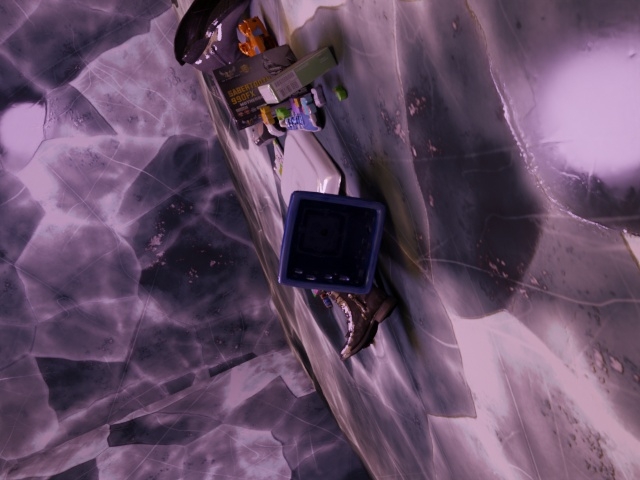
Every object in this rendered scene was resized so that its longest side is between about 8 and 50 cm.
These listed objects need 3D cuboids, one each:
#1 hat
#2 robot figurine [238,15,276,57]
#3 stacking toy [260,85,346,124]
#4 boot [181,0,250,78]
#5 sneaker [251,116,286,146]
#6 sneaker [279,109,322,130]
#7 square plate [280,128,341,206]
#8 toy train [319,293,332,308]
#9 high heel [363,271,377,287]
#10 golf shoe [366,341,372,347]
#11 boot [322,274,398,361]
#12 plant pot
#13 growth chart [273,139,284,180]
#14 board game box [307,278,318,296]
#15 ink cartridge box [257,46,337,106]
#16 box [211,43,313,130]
[{"bbox_3d":[-0.380,-0.747,2.057,0.134,0.331,0.331,28,165,-2],"label":"hat"},{"bbox_3d":[-0.161,-0.521,1.782,0.211,0.085,0.290,116,131,-74],"label":"robot figurine"},{"bbox_3d":[-0.044,-0.332,1.443,0.221,0.167,0.052,33,144,66],"label":"stacking toy"},{"bbox_3d":[-0.283,-0.658,1.934,0.223,0.338,0.118,30,-136,-30],"label":"boot"},{"bbox_3d":[-0.179,-0.385,1.904,0.100,0.108,0.271,45,-163,-20],"label":"sneaker"},{"bbox_3d":[-0.056,-0.342,1.664,0.211,0.081,0.080,-155,46,-69],"label":"sneaker"},{"bbox_3d":[-0.049,-0.171,1.825,0.344,0.049,0.347,101,149,-43],"label":"square plate"},{"bbox_3d":[0.011,0.231,2.466,0.158,0.027,0.036,-124,28,-42],"label":"toy train"},{"bbox_3d":[0.141,0.096,1.698,0.082,0.117,0.243,150,118,-79],"label":"high heel"},{"bbox_3d":[0.134,0.298,1.985,0.186,0.068,0.086,85,160,-52],"label":"golf shoe"},{"bbox_3d":[0.071,0.182,1.641,0.229,0.263,0.091,39,-167,16],"label":"boot"},{"bbox_3d":[0.015,-0.006,1.486,0.212,0.236,0.235,-135,53,-78],"label":"plant pot"},{"bbox_3d":[-0.151,-0.291,2.267,0.172,0.021,0.237,59,165,28],"label":"growth chart"},{"bbox_3d":[-0.028,0.069,2.264,0.316,0.064,0.242,108,138,-70],"label":"board game box"},{"bbox_3d":[-0.073,-0.400,1.434,0.056,0.171,0.235,58,171,-20],"label":"ink cartridge box"},{"bbox_3d":[-0.160,-0.426,1.611,0.056,0.231,0.183,93,153,-68],"label":"box"}]
